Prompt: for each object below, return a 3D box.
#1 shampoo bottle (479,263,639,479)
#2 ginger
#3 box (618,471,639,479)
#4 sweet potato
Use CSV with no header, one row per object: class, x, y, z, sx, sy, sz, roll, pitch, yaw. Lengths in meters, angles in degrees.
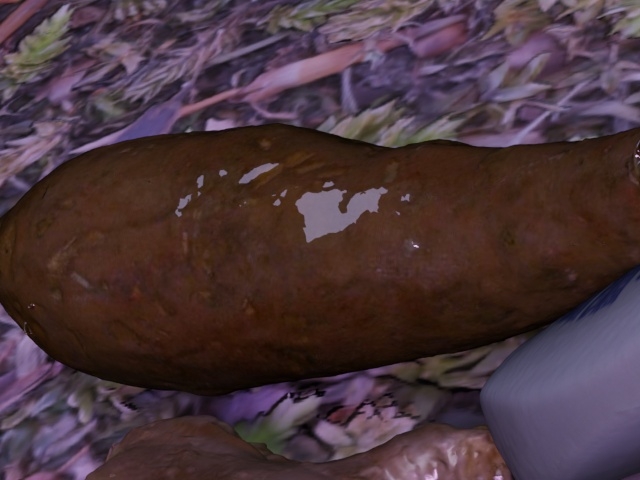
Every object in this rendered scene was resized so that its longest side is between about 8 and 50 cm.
shampoo bottle,0.155,0.011,0.564,0.134,0.078,0.359,-24,-10,-24
ginger,-0.022,0.125,0.738,0.213,0.074,0.137,-1,41,24
box,0.152,0.157,0.500,0.252,0.153,0.188,-23,35,5
sweet potato,0.005,0.003,0.823,0.422,0.130,0.130,-5,39,37
